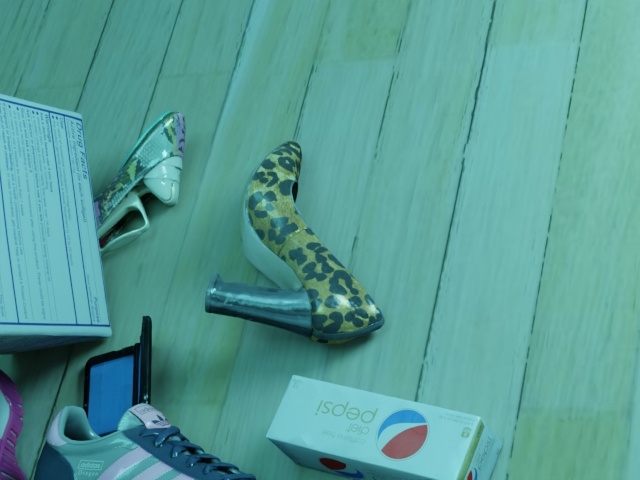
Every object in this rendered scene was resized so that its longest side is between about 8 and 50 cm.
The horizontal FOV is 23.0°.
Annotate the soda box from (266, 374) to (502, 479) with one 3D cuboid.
[{"bbox_3d":[0.061,0.194,1.519,0.216,0.069,0.074,10,65,32],"label":"soda box"}]

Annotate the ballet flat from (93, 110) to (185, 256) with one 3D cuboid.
[{"bbox_3d":[-0.218,-0.049,1.836,0.221,0.077,0.079,-47,68,-1],"label":"ballet flat"}]

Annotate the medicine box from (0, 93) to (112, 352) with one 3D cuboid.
[{"bbox_3d":[-0.372,-0.014,1.691,0.149,0.289,0.263,-11,82,22],"label":"medicine box"}]

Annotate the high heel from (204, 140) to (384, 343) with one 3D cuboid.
[{"bbox_3d":[0.000,0.000,1.695,0.186,0.093,0.261,12,50,9],"label":"high heel"}]

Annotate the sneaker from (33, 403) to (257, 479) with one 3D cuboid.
[{"bbox_3d":[-0.154,0.229,1.565,0.319,0.112,0.131,0,80,26],"label":"sneaker"}]

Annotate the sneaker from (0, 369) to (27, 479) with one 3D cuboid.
[{"bbox_3d":[-0.387,0.255,1.708,0.111,0.103,0.252,-26,44,16],"label":"sneaker"}]

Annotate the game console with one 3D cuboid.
[{"bbox_3d":[-0.220,0.155,1.695,0.071,0.107,0.122,2,55,-8],"label":"game console"}]
